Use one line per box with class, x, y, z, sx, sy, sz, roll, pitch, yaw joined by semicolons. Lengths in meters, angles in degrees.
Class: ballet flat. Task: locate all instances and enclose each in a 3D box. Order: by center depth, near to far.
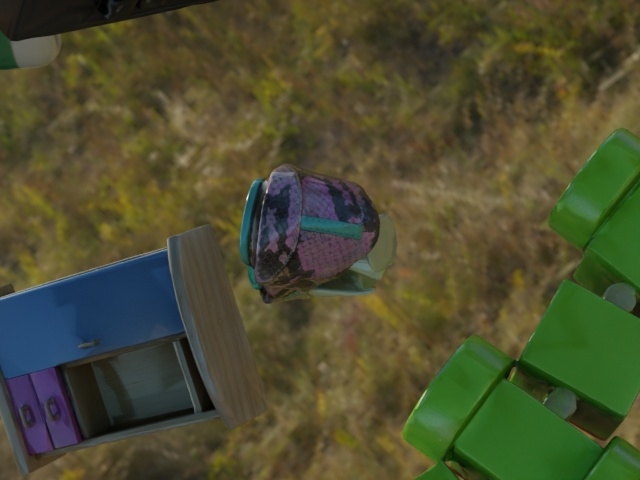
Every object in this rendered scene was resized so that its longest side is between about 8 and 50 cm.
ballet flat;0.000;0.000;0.809;0.221;0.079;0.077;132;150;-87

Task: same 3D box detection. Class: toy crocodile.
toy crocodile;0.142;0.055;0.798;0.340;0.115;0.105;-52;-11;-13

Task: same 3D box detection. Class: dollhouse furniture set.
dollhouse furniture set;-0.192;0.150;0.992;0.198;0.286;0.303;-16;3;30

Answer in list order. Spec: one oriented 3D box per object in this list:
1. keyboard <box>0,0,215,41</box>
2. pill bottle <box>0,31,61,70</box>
keyboard;-0.027;-0.159;0.366;0.033;0.201;0.317;60;143;24
pill bottle;-0.221;-0.124;0.663;0.208;0.118;0.118;-5;34;-5
